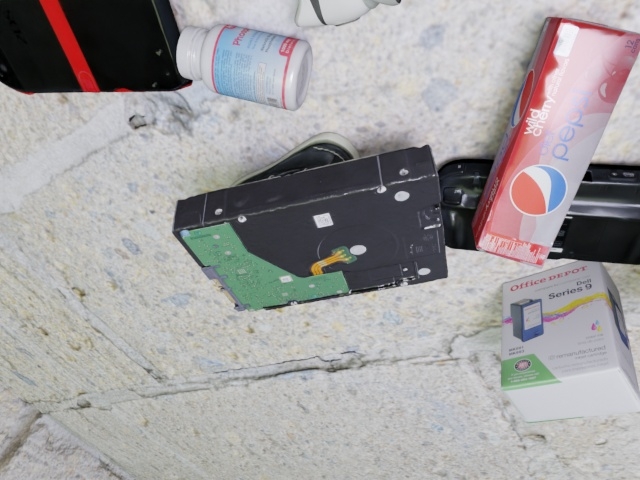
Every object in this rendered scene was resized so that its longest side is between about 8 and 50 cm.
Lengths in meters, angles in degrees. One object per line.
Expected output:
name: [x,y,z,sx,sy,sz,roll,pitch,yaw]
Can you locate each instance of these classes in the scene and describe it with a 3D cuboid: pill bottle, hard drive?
pill bottle: [-0.096,-0.226,0.639,0.160,0.087,0.087,14,134,6]
hard drive: [0.000,0.000,0.700,0.338,0.064,0.237,-12,142,10]

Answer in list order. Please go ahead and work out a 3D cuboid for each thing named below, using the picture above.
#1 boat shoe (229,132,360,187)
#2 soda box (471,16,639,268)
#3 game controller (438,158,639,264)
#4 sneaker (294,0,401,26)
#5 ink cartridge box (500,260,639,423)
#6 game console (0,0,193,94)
boat shoe: [-0.082,-0.037,0.787,0.340,0.113,0.127,-25,118,36]
soda box: [0.255,-0.108,0.569,0.083,0.092,0.264,16,116,6]
game controller: [0.318,-0.037,0.692,0.318,0.067,0.167,6,147,16]
sneaker: [-0.045,-0.360,0.473,0.146,0.123,0.331,-12,126,26]
ink cartridge box: [0.354,0.141,0.725,0.154,0.212,0.093,-23,117,36]
game console: [-0.362,-0.370,0.627,0.341,0.060,0.387,3,133,15]
